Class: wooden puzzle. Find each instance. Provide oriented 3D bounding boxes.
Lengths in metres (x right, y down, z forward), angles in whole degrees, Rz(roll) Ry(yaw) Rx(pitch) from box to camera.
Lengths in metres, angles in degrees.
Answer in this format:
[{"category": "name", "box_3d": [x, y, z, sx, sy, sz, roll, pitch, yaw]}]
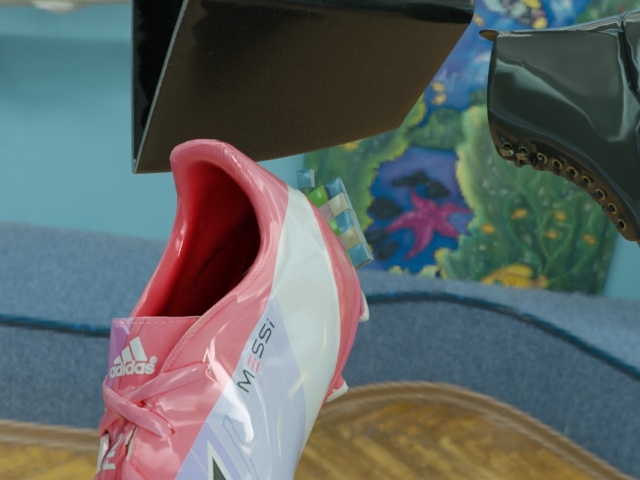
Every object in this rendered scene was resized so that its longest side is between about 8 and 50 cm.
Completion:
[{"category": "wooden puzzle", "box_3d": [0.000, 0.000, 0.564, 0.006, 0.049, 0.083, 5, 58, -54]}]

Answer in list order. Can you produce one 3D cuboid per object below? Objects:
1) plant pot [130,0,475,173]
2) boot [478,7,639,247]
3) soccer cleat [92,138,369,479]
[{"category": "plant pot", "box_3d": [-0.016, -0.156, 0.621, 0.167, 0.187, 0.188, 3, 63, -18]}, {"category": "boot", "box_3d": [0.152, -0.023, 0.558, 0.137, 0.198, 0.077, 0, -4, 27]}, {"category": "soccer cleat", "box_3d": [-0.043, 0.078, 0.323, 0.083, 0.095, 0.248, -15, 42, 31]}]
